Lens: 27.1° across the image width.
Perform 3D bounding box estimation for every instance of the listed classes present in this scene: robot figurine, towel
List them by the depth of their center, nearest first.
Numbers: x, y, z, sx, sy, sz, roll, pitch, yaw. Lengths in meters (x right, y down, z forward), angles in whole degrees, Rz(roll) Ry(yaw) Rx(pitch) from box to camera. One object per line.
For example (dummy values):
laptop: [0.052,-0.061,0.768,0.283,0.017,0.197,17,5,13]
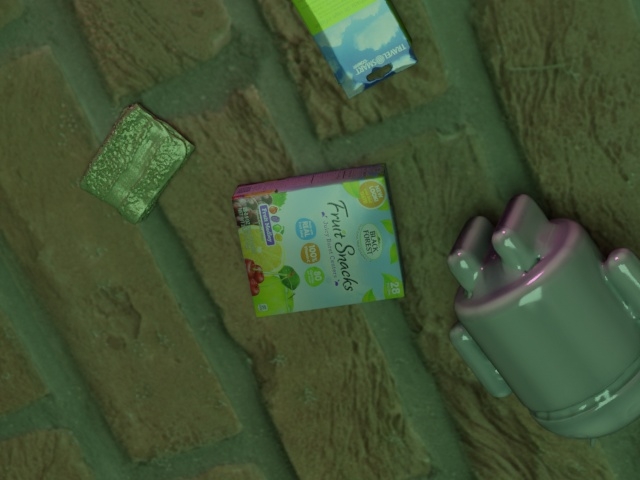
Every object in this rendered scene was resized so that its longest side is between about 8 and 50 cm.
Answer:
robot figurine: [0.312,0.113,1.725,0.300,0.200,0.353,-26,108,38]
towel: [-0.249,-0.102,1.787,0.110,0.027,0.148,35,110,-7]

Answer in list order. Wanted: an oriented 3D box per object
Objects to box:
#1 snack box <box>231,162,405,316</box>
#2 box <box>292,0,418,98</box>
snack box: [0.000,0.000,1.781,0.207,0.070,0.174,-9,109,7]
box: [0.038,-0.283,1.684,0.109,0.042,0.178,-27,106,15]
